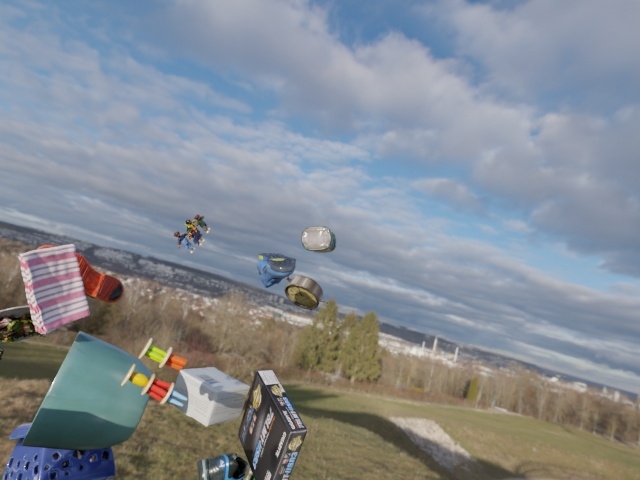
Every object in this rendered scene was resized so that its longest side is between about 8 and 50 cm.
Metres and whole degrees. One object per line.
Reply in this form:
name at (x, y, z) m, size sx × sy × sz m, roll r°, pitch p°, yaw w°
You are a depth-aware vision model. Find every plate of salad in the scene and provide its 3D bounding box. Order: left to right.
plate of salad at (-0.780, 0.226, 1.032) m, size 0.200 × 0.048 × 0.199 m, roll -23°, pitch -22°, yaw -10°

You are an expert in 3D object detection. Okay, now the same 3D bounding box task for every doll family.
doll family at (-0.558, -0.036, 1.746) m, size 0.076 × 0.192 × 0.111 m, roll -15°, pitch -52°, yaw 19°

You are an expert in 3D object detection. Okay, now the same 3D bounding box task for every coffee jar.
coffee jar at (0.000, 0.000, 1.329) m, size 0.096 × 0.078 × 0.184 m, roll -4°, pitch -4°, yaw 9°

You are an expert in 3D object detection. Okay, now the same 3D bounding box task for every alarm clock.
alarm clock at (-0.069, 0.164, 1.389) m, size 0.192 × 0.064 × 0.129 m, roll 40°, pitch -40°, yaw -16°

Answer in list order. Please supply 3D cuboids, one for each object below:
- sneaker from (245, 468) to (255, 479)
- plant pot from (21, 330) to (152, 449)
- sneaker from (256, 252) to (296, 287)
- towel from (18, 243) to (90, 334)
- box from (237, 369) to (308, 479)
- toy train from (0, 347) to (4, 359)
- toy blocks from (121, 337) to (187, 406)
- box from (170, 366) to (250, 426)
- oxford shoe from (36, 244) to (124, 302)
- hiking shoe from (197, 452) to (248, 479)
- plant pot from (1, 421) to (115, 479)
sneaker at (-0.314, 1.176, 1.756) m, size 0.158 × 0.409 × 0.182 m, roll 1°, pitch -21°, yaw 18°
plant pot at (-0.608, 0.427, 1.101) m, size 0.235 × 0.292 × 0.293 m, roll 28°, pitch -13°, yaw -23°
sneaker at (-0.105, 0.078, 0.959) m, size 0.069 × 0.082 × 0.209 m, roll 0°, pitch 3°, yaw -20°
towel at (-0.640, 0.113, 0.984) m, size 0.030 × 0.196 × 0.144 m, roll -5°, pitch 8°, yaw 16°
box at (-0.174, 0.646, 1.358) m, size 0.074 × 0.295 × 0.293 m, roll 8°, pitch 19°, yaw -31°
toy train at (-0.878, 0.293, 1.077) m, size 0.159 × 0.036 × 0.027 m, roll -3°, pitch -28°, yaw 41°
toy blocks at (-0.363, 0.314, 0.942) m, size 0.148 × 0.123 × 0.054 m, roll 34°, pitch -8°, yaw -17°
box at (-0.376, 0.527, 1.379) m, size 0.181 × 0.118 × 0.182 m, roll 16°, pitch -6°, yaw 28°
oxford shoe at (-0.694, 0.102, 1.137) m, size 0.099 × 0.096 × 0.271 m, roll 2°, pitch -33°, yaw 27°
hiking shoe at (-0.290, 0.778, 1.313) m, size 0.132 × 0.113 × 0.303 m, roll -17°, pitch -38°, yaw -5°
plant pot at (-0.820, 0.666, 1.267) m, size 0.236 × 0.211 × 0.236 m, roll -20°, pitch -20°, yaw 27°
